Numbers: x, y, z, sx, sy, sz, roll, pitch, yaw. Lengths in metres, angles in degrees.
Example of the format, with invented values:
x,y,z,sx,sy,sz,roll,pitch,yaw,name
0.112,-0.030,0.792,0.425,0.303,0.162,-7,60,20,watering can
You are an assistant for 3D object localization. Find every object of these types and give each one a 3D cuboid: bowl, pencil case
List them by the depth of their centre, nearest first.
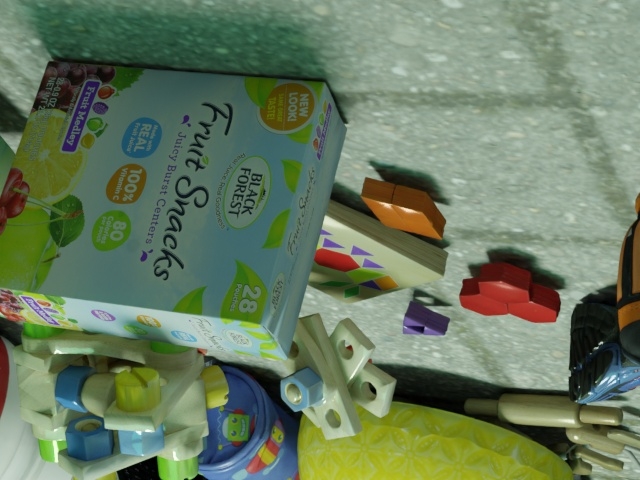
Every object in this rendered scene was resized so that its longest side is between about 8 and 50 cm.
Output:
x,y,z,sx,sy,sz,roll,pitch,yaw,name
0.102,0.284,1.533,0.289,0.156,0.289,13,158,5,bowl
-0.070,0.243,1.689,0.133,0.119,0.306,10,158,26,pencil case

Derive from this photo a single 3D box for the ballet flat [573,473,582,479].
x,y,z,sx,sy,sz,roll,pitch,yaw,name
0.278,0.281,1.664,0.041,0.041,0.114,3,156,27,ballet flat

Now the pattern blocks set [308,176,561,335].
x,y,z,sx,sy,sz,roll,pitch,yaw,name
0.000,0.000,1.181,0.325,0.026,0.285,31,153,-34,pattern blocks set

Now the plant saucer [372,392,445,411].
x,y,z,sx,sy,sz,roll,pitch,yaw,name
0.084,0.204,1.607,0.199,0.036,0.198,13,157,5,plant saucer

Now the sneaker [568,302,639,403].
x,y,z,sx,sy,sz,roll,pitch,yaw,name
0.254,0.082,1.152,0.087,0.083,0.221,11,163,-13,sneaker

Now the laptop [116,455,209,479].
x,y,z,sx,sy,sz,roll,pitch,yaw,name
-0.131,0.315,1.880,0.136,0.264,0.234,-35,139,12,laptop

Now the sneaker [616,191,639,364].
x,y,z,sx,sy,sz,roll,pitch,yaw,name
0.340,0.077,0.940,0.321,0.180,0.124,11,158,9,sneaker

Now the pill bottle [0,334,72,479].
x,y,z,sx,sy,sz,roll,pitch,yaw,name
-0.468,0.169,1.622,0.408,0.229,0.229,32,153,-36,pill bottle

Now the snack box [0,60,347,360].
x,y,z,sx,sy,sz,roll,pitch,yaw,name
-0.104,-0.024,0.992,0.207,0.174,0.070,6,157,18,snack box

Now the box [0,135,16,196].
x,y,z,sx,sy,sz,roll,pitch,yaw,name
-0.371,-0.111,1.072,0.232,0.058,0.322,4,151,25,box

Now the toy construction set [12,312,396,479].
x,y,z,sx,sy,sz,roll,pitch,yaw,name
-0.094,0.086,1.126,0.215,0.151,0.328,12,-170,38,toy construction set

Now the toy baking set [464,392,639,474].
x,y,z,sx,sy,sz,roll,pitch,yaw,name
0.268,0.193,1.478,0.256,0.030,0.197,-3,155,38,toy baking set

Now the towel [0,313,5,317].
x,y,z,sx,sy,sz,roll,pitch,yaw,name
-0.307,0.003,1.381,0.248,0.038,0.325,18,156,-11,towel
